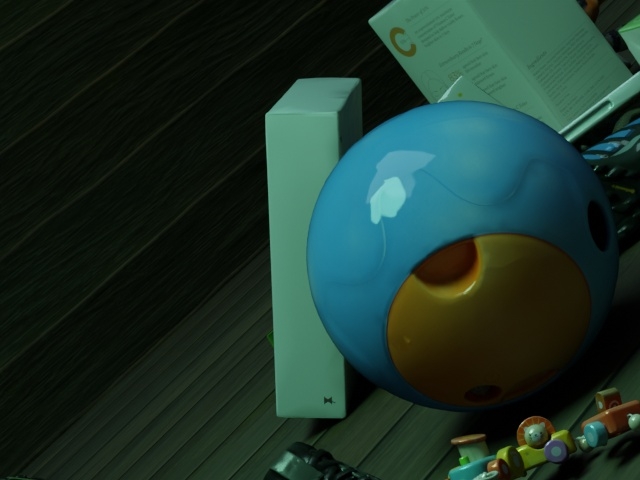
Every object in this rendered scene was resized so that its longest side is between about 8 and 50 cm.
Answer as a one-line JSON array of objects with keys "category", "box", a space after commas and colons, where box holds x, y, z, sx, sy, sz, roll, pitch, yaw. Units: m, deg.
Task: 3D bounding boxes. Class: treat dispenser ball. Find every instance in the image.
[{"category": "treat dispenser ball", "box": [0.131, 0.015, 1.431, 0.288, 0.288, 0.288, -38, 7, 5]}]

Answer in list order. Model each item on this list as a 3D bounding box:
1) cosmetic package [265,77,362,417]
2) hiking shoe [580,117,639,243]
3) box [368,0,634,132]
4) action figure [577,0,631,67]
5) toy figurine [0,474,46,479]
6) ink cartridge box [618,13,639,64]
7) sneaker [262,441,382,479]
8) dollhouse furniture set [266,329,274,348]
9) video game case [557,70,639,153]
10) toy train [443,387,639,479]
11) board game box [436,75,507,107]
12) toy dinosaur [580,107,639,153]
[{"category": "cosmetic package", "box": [0.000, 0.000, 1.952, 0.097, 0.377, 0.284, -1, 13, 5]}, {"category": "hiking shoe", "box": [0.323, -0.059, 1.697, 0.304, 0.113, 0.132, -24, 3, 5]}, {"category": "box", "box": [0.272, -0.258, 2.234, 0.168, 0.345, 0.215, -43, 8, -29]}, {"category": "action figure", "box": [0.403, -0.349, 2.450, 0.330, 0.178, 0.341, -32, -36, -37]}, {"category": "toy figurine", "box": [-0.384, 0.407, 1.882, 0.213, 0.209, 0.148, -38, -5, 2]}, {"category": "ink cartridge box", "box": [0.588, -0.340, 2.013, 0.353, 0.119, 0.207, -38, 9, -11]}, {"category": "sneaker", "box": [0.018, 0.227, 1.225, 0.102, 0.146, 0.293, -42, 7, -23]}, {"category": "dollhouse furniture set", "box": [-0.012, 0.146, 2.432, 0.151, 0.059, 0.076, -17, -21, -51]}, {"category": "video game case", "box": [0.353, -0.132, 2.008, 0.206, 0.026, 0.227, -37, -15, 12]}, {"category": "toy train", "box": [0.165, 0.151, 1.173, 0.166, 0.046, 0.125, -16, -13, -20]}, {"category": "board game box", "box": [0.153, -0.050, 1.964, 0.224, 0.097, 0.303, -49, -15, -8]}, {"category": "toy dinosaur", "box": [0.296, -0.051, 1.836, 0.313, 0.121, 0.160, -24, 11, -5]}]
